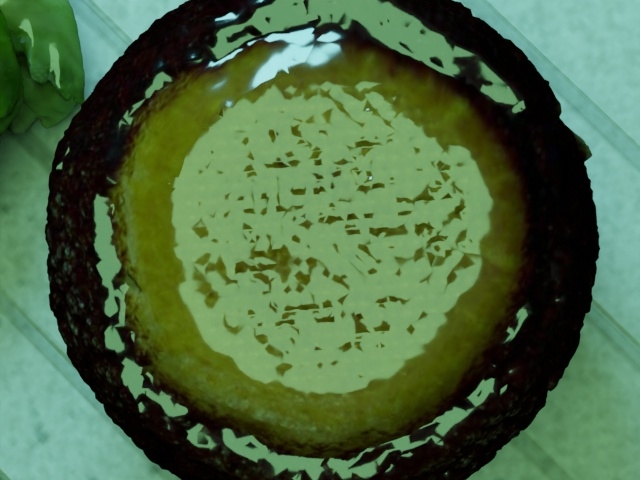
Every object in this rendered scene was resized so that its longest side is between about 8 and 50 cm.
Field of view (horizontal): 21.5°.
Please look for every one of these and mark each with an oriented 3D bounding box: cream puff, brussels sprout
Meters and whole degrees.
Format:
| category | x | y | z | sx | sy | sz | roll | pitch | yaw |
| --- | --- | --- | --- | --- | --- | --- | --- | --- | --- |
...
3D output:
| category | x | y | z | sx | sy | sz | roll | pitch | yaw |
| --- | --- | --- | --- | --- | --- | --- | --- | --- | --- |
| cream puff | 0.000 | 0.000 | 0.731 | 0.239 | 0.165 | 0.239 | 0 | 90 | 4 |
| brussels sprout | -0.193 | -0.101 | 0.802 | 0.139 | 0.100 | 0.181 | -20 | 100 | 27 |
